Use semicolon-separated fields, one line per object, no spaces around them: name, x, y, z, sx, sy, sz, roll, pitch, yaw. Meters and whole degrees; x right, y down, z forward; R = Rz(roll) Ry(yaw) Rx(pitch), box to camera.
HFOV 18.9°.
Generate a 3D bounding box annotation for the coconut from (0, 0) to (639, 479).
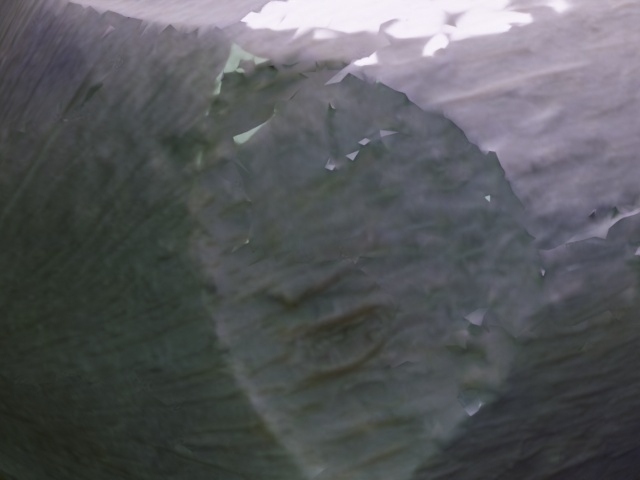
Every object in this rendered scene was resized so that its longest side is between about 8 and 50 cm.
coconut;0.000;0.000;0.758;0.360;0.346;0.346;-10;58;-24
